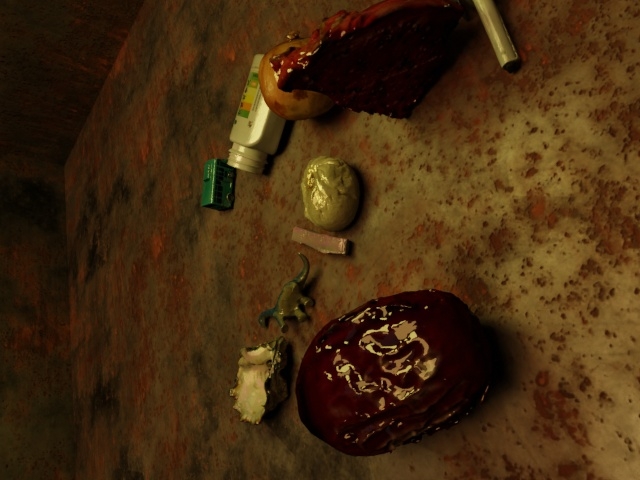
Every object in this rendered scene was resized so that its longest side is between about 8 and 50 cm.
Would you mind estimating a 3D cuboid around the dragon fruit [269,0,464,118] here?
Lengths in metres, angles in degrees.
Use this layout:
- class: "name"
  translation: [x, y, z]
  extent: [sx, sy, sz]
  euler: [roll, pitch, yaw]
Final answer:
- class: "dragon fruit"
  translation: [0.065, -0.415, 1.019]
  extent: [0.286, 0.329, 0.228]
  euler: [121, 138, -50]

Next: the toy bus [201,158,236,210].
- class: "toy bus"
  translation: [-0.327, -0.182, 1.639]
  extent: [0.079, 0.092, 0.160]
  euler: [-8, 76, 47]

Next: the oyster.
- class: "oyster"
  translation: [-0.161, 0.353, 1.333]
  extent: [0.198, 0.092, 0.259]
  euler: [42, 122, 46]

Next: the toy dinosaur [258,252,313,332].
- class: "toy dinosaur"
  translation: [-0.094, 0.135, 1.319]
  extent: [0.188, 0.075, 0.247]
  euler: [27, 108, 56]

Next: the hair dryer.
- class: "hair dryer"
  translation: [0.305, -0.415, 0.949]
  extent: [0.073, 0.131, 0.236]
  euler: [-22, 79, 35]

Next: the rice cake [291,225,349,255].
- class: "rice cake"
  translation: [0.000, 0.000, 1.260]
  extent: [0.207, 0.036, 0.047]
  euler: [18, 105, 50]

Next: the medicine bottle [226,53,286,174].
- class: "medicine bottle"
  translation: [-0.170, -0.356, 1.475]
  extent: [0.179, 0.124, 0.324]
  euler: [30, 106, 49]

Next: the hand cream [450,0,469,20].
- class: "hand cream"
  translation: [0.242, -0.545, 1.080]
  extent: [0.055, 0.086, 0.235]
  euler: [-38, 49, 17]

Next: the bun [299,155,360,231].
- class: "bun"
  translation: [0.011, -0.114, 1.215]
  extent: [0.164, 0.111, 0.188]
  euler: [-16, 73, 50]

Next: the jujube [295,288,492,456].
- class: "jujube"
  translation: [0.121, 0.233, 0.918]
  extent: [0.377, 0.258, 0.258]
  euler: [-32, 58, 26]

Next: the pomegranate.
- class: "pomegranate"
  translation: [-0.056, -0.407, 1.277]
  extent: [0.215, 0.215, 0.215]
  euler: [-14, 71, 47]
